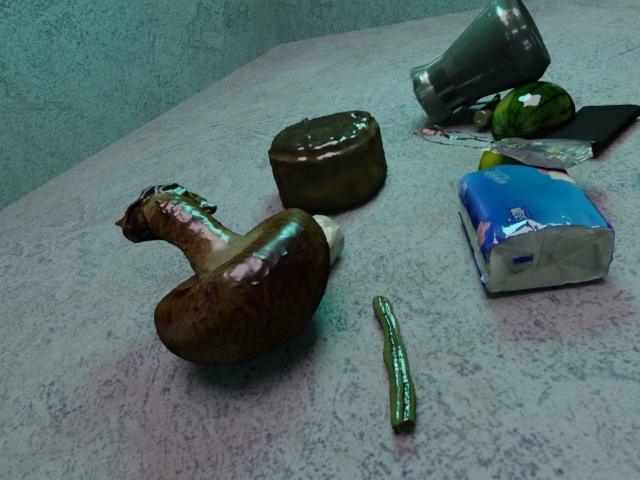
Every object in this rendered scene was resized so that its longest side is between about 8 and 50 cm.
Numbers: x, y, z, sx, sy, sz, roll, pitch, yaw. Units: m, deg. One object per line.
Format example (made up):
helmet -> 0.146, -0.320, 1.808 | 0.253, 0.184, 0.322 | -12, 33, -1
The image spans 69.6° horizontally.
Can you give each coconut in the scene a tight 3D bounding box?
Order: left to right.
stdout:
coconut -> 0.000, 0.000, 0.996 | 0.110, 0.110, 0.124 | 5, 43, 31

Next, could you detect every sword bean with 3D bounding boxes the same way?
sword bean -> 0.115, 0.182, 0.735 | 0.043, 0.038, 0.269 | 8, 33, -7

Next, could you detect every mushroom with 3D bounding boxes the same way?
mushroom -> -0.154, 0.027, 0.831 | 0.331, 0.356, 0.334 | -18, -1, -27

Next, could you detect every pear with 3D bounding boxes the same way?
pear -> 0.442, -0.190, 1.080 | 0.141, 0.104, 0.141 | -9, 35, 6

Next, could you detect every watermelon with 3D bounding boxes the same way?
watermelon -> 0.571, -0.364, 1.249 | 0.232, 0.127, 0.204 | -30, 22, -16

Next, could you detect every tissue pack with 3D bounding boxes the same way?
tissue pack -> 0.376, -0.041, 0.850 | 0.209, 0.137, 0.270 | -10, 33, 13

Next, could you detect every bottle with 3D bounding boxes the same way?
bottle -> 0.495, -0.364, 1.349 | 0.101, 0.047, 0.063 | -22, 2, -37

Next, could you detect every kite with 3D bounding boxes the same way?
kite -> 0.388, -0.210, 0.995 | 0.360, 0.022, 0.204 | 21, 36, 35

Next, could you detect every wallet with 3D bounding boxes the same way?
wallet -> 0.684, -0.286, 1.165 | 0.250, 0.044, 0.149 | -36, 32, -27

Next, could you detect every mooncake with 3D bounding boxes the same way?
mooncake -> 0.017, -0.223, 1.248 | 0.323, 0.187, 0.324 | -12, 31, 7

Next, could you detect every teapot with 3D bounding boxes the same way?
teapot -> 0.473, -0.514, 1.366 | 0.344, 0.253, 0.300 | -25, -21, 38

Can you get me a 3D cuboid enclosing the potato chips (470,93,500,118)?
potato chips -> 0.521, -0.420, 1.449 | 0.026, 0.037, 0.204 | 24, 45, 33
